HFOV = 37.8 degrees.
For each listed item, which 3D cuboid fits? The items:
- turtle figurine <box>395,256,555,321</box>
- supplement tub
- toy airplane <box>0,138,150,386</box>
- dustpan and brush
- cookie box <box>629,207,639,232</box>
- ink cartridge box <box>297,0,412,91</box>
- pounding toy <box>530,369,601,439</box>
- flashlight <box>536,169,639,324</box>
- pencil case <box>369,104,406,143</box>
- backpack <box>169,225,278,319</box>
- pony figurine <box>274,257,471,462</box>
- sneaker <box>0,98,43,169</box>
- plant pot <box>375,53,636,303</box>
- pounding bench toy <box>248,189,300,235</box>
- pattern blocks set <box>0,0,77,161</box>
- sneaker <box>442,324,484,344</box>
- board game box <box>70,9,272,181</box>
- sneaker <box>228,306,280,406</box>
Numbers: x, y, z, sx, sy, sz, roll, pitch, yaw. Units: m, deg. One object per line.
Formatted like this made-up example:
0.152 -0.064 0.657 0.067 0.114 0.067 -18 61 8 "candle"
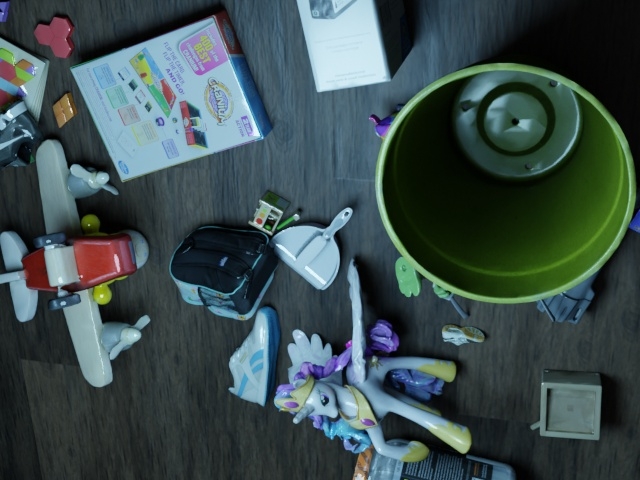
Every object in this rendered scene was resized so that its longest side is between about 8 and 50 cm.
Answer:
0.276 0.072 1.633 0.198 0.266 0.274 29 118 42 "turtle figurine"
0.226 0.517 1.903 0.316 0.193 0.193 12 117 10 "supplement tub"
-0.480 0.046 1.872 0.384 0.272 0.386 48 136 33 "toy airplane"
0.000 0.000 1.801 0.147 0.060 0.211 40 118 -5 "dustpan and brush"
0.602 -0.054 1.621 0.092 0.040 0.107 26 119 3 "cookie box"
0.044 -0.421 1.502 0.129 0.223 0.307 -6 112 19 "ink cartridge box"
0.474 0.326 1.813 0.130 0.100 0.141 2 104 14 "pounding toy"
0.470 0.002 1.656 0.103 0.103 0.304 8 125 -21 "flashlight"
0.168 -0.125 1.673 0.104 0.104 0.236 -11 111 20 "pencil case"
-0.192 0.060 1.825 0.188 0.165 0.144 14 148 21 "backpack"
0.083 0.255 1.772 0.364 0.351 0.302 19 123 -15 "pony figurine"
-0.636 -0.176 1.862 0.234 0.078 0.106 -35 102 29 "sneaker"
0.299 -0.141 1.487 0.367 0.353 0.366 6 115 12 "plant pot"
-0.087 -0.044 1.810 0.083 0.052 0.065 29 118 1 "pounding bench toy"
-0.616 -0.310 1.848 0.286 0.026 0.324 16 118 8 "pattern blocks set"
0.280 0.189 1.832 0.083 0.032 0.037 12 130 16 "sneaker"
-0.279 -0.266 1.753 0.317 0.064 0.242 -14 110 21 "board game box"
-0.139 0.238 1.937 0.092 0.087 0.228 14 115 11 "sneaker"
